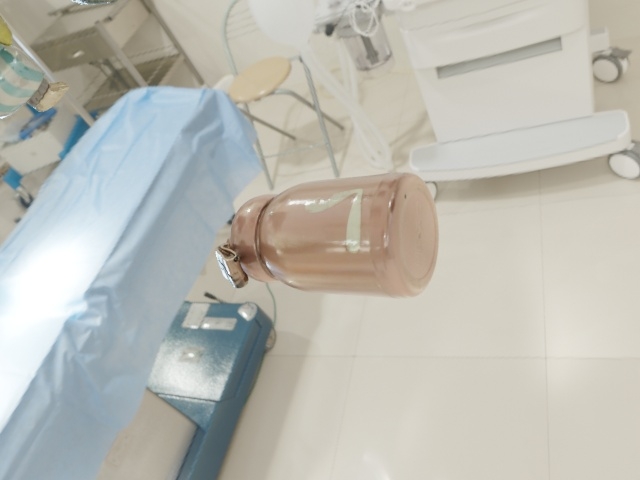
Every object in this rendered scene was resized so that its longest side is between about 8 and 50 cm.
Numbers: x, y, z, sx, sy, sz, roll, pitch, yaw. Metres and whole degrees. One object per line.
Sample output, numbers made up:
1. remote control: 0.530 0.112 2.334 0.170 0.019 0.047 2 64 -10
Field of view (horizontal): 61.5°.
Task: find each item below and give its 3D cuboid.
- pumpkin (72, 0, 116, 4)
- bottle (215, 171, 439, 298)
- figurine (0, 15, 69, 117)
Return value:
1. pumpkin: -0.525 -0.610 1.212 0.146 0.190 0.190 -63 37 23
2. bottle: 0.000 0.000 0.782 0.297 0.173 0.206 1 28 33
3. figurine: -0.663 -0.235 0.825 0.266 0.361 0.377 22 72 33
